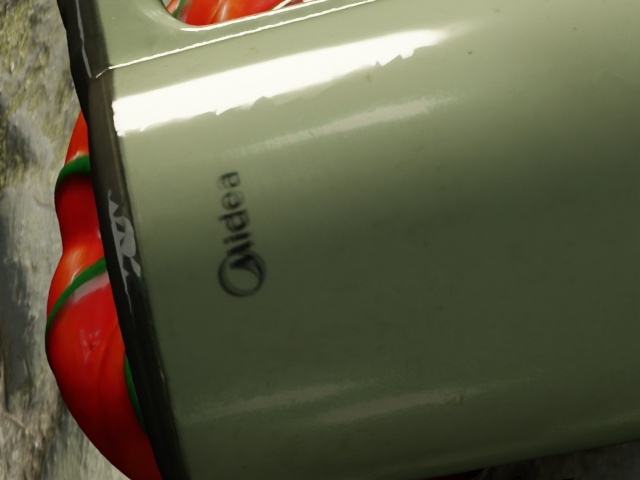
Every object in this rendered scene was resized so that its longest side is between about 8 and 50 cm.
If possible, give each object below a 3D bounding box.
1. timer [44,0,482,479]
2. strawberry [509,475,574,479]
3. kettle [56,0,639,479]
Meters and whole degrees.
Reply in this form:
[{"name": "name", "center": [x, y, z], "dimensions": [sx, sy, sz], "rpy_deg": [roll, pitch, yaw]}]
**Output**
[{"name": "timer", "center": [0.000, 0.000, 1.236], "dimensions": [0.378, 0.279, 0.378], "rpy_deg": [-33, 49, 48]}, {"name": "strawberry", "center": [0.069, 0.316, 1.018], "dimensions": [0.317, 0.295, 0.345], "rpy_deg": [-17, 77, 16]}, {"name": "kettle", "center": [0.076, -0.061, 0.943], "dimensions": [0.250, 0.377, 0.361], "rpy_deg": [94, 163, -79]}]
